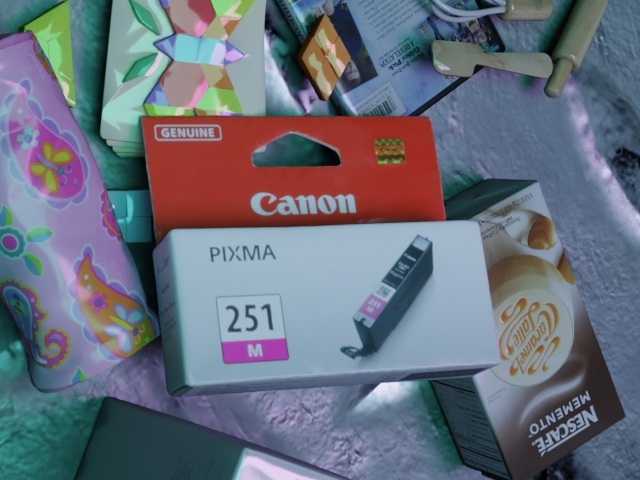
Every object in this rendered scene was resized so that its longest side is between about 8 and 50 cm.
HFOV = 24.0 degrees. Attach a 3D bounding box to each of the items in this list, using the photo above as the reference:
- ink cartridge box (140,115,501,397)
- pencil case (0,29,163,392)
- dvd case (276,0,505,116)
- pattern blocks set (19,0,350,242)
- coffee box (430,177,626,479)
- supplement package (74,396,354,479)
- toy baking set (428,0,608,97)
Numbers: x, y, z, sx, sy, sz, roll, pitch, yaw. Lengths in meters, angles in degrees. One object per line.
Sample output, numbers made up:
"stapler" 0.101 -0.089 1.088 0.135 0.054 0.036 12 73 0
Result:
"ink cartridge box" 0.000 0.000 1.241 0.275 0.060 0.239 -2 75 -22
"pencil case" -0.228 -0.026 1.187 0.124 0.124 0.284 -29 104 -23
"dvd case" 0.047 -0.234 1.367 0.180 0.022 0.253 -37 108 -21
"pattern blocks set" -0.109 -0.161 1.273 0.285 0.026 0.324 -12 100 -21
"coffee box" 0.168 0.082 1.403 0.141 0.098 0.246 -28 105 -21
"supplement package" -0.075 0.245 1.177 0.175 0.293 0.177 23 82 -26
"toy baking set" 0.186 -0.232 1.422 0.197 0.030 0.256 33 68 -27
